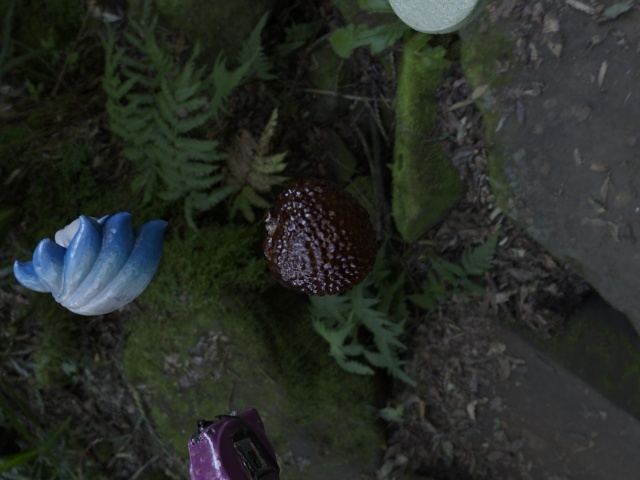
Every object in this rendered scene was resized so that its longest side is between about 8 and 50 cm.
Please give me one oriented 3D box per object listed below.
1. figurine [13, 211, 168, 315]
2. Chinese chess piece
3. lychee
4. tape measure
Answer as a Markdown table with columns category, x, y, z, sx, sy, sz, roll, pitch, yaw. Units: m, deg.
| category | x | y | z | sx | sy | sz | roll | pitch | yaw |
| --- | --- | --- | --- | --- | --- | --- | --- | --- | --- |
| figurine | -0.163 | 0.010 | 0.478 | 0.079 | 0.114 | 0.114 | 58 | 145 | 24 |
| Chinese chess piece | 0.269 | -0.598 | 1.418 | 0.250 | 0.101 | 0.250 | 12 | 118 | 23 |
| lychee | -0.001 | 0.000 | 0.655 | 0.123 | 0.123 | 0.129 | 0 | 163 | 42 |
| tape measure | -0.111 | 0.279 | 0.804 | 0.074 | 0.118 | 0.125 | -39 | 73 | 23 |
